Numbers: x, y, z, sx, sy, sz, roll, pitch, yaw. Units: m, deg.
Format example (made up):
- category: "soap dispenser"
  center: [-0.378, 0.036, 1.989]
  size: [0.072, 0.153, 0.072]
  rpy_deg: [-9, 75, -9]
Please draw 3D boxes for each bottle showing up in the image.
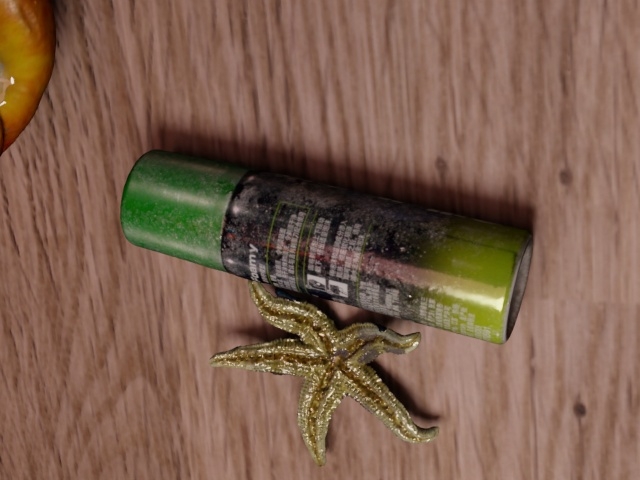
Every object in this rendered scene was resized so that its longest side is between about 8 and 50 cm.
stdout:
- category: "bottle"
  center: [0.000, 0.000, 0.883]
  size: [0.330, 0.093, 0.093]
  rpy_deg: [14, 113, 16]

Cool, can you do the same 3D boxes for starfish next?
- category: "starfish"
  center: [0.005, 0.125, 0.947]
  size: [0.208, 0.053, 0.175]
  rpy_deg: [20, 115, 17]

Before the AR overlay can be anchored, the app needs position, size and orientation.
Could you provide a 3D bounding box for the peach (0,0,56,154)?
- category: "peach"
  center: [-0.350, -0.175, 0.883]
  size: [0.281, 0.238, 0.281]
  rpy_deg: [33, 146, 25]
